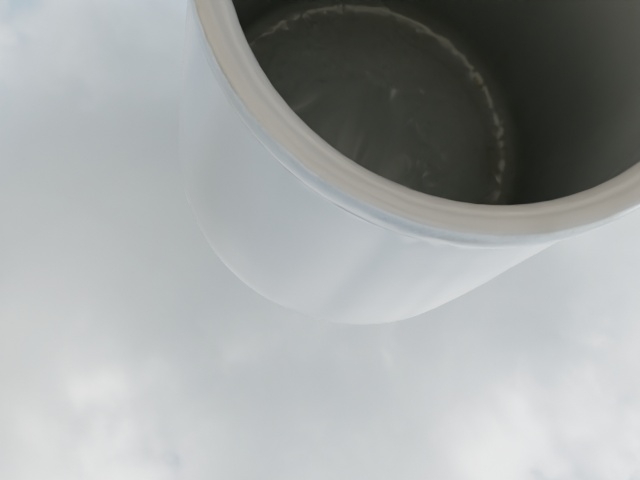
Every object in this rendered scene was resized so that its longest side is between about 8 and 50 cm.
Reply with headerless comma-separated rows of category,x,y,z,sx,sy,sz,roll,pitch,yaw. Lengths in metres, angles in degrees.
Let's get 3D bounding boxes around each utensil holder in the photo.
utensil holder,0.056,-0.117,0.786,0.328,0.385,0.327,2,-103,-10
